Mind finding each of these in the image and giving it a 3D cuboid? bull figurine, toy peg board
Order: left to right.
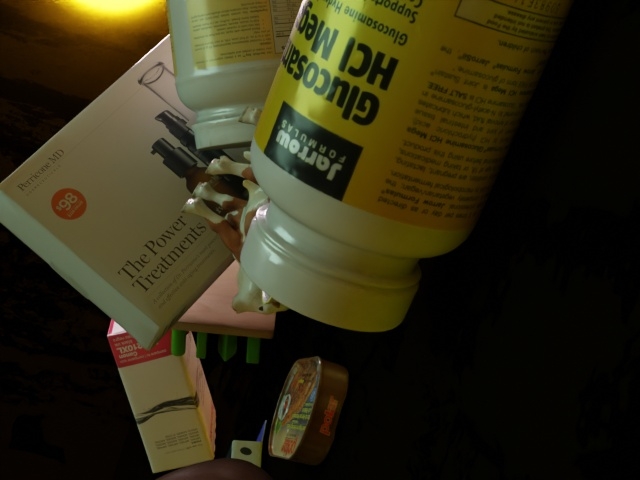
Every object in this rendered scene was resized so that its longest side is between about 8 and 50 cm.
[{"bbox_3d":[-0.143,0.100,1.854,0.160,0.161,0.079,-86,3,-55],"label":"toy peg board"},{"bbox_3d":[-0.069,-0.027,1.630,0.310,0.188,0.101,-52,7,48],"label":"bull figurine"}]

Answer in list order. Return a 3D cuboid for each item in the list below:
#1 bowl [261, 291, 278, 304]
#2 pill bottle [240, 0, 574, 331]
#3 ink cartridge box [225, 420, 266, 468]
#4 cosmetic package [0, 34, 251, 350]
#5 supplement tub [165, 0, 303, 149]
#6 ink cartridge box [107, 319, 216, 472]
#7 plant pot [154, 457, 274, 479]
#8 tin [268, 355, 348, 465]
[{"bbox_3d":[0.000,0.000,1.435,0.170,0.080,0.170,-162,90,-80],"label":"bowl"},{"bbox_3d":[0.059,-0.108,0.992,0.188,0.188,0.334,-98,28,-69],"label":"pill bottle"},{"bbox_3d":[-0.120,0.349,1.573,0.208,0.045,0.206,-87,18,-61],"label":"ink cartridge box"},{"bbox_3d":[-0.217,-0.079,1.798,0.377,0.284,0.097,-49,-4,-31],"label":"cosmetic package"},{"bbox_3d":[-0.080,-0.293,1.700,0.241,0.241,0.331,-170,73,-80],"label":"supplement tub"},{"bbox_3d":[-0.235,0.205,1.972,0.172,0.100,0.237,-100,-5,-71],"label":"ink cartridge box"},{"bbox_3d":[-0.108,0.297,1.216,0.230,0.215,0.215,-53,-15,-74],"label":"plant pot"},{"bbox_3d":[-0.013,0.175,1.325,0.190,0.040,0.106,153,138,-76],"label":"tin"}]
